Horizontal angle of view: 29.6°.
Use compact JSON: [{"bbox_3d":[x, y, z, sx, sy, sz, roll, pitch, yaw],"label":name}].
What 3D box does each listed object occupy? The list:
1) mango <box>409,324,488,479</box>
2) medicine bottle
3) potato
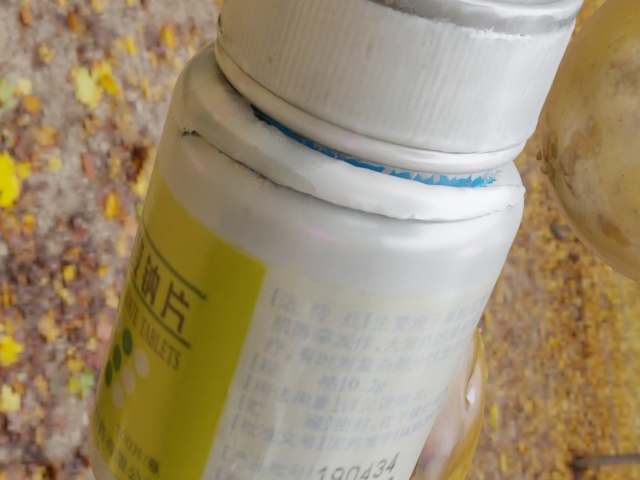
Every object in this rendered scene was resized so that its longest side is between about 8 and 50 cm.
[{"bbox_3d":[0.026,0.066,0.703,0.156,0.151,0.248,-4,104,-29],"label":"mango"},{"bbox_3d":[0.000,0.000,0.481,0.143,0.143,0.258,-57,169,-61],"label":"medicine bottle"},{"bbox_3d":[0.184,-0.055,0.597,0.234,0.146,0.150,-44,124,-67],"label":"potato"}]
